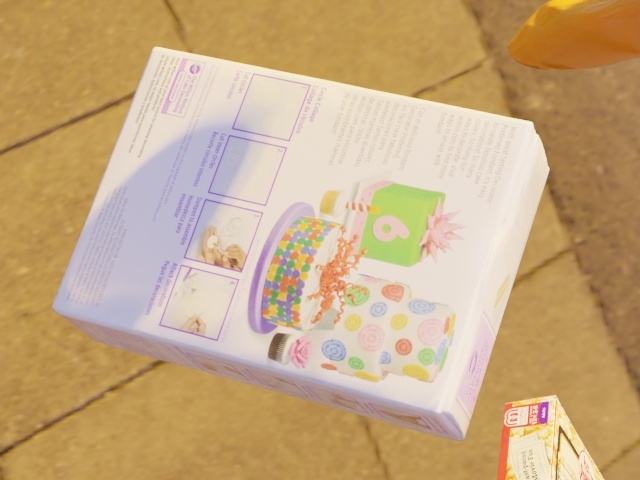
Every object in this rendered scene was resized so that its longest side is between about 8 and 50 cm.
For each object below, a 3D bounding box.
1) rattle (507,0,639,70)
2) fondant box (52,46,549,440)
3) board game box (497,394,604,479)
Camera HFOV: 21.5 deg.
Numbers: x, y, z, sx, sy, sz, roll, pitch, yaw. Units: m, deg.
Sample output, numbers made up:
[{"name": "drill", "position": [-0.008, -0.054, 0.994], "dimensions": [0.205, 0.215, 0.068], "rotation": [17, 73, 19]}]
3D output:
[{"name": "rattle", "position": [0.164, -0.173, 0.700], "dimensions": [0.130, 0.142, 0.200], "rotation": [-11, 101, -48]}, {"name": "fondant box", "position": [-0.014, -0.003, 1.323], "dimensions": [0.096, 0.330, 0.238], "rotation": [52, 54, -63]}, {"name": "board game box", "position": [0.177, 0.237, 1.257], "dimensions": [0.147, 0.045, 0.193], "rotation": [57, 32, -38]}]
